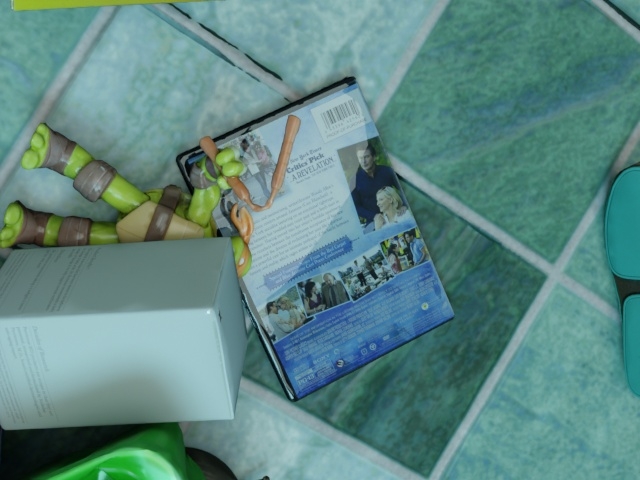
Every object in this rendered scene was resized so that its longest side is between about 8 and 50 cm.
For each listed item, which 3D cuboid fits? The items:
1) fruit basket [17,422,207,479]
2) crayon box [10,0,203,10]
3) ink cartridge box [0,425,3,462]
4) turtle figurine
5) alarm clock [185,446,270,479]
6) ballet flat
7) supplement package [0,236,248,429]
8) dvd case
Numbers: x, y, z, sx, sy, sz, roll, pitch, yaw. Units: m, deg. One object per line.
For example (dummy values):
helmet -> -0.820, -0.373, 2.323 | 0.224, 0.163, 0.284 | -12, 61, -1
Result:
fruit basket -> -0.228, 0.288, 0.583 | 0.392, 0.392, 0.283 | -27, 101, -11
crayon box -> -0.160, -0.336, 0.649 | 0.202, 0.081, 0.319 | -16, 119, -42
ink cartridge box -> -0.396, 0.001, 0.607 | 0.270, 0.151, 0.396 | -13, 115, -15
turtle figurine -> -0.139, -0.021, 0.745 | 0.217, 0.087, 0.269 | 22, 118, -10
alarm clock -> -0.146, 0.252, 0.795 | 0.192, 0.064, 0.129 | 12, 93, -13
ballet flat -> 0.341, 0.038, 0.906 | 0.087, 0.083, 0.247 | -13, 100, -38
supplement package -> -0.154, 0.070, 0.686 | 0.179, 0.105, 0.105 | -3, 119, 5
dvd case -> 0.000, 0.000, 0.828 | 0.180, 0.022, 0.253 | -26, 102, -11
